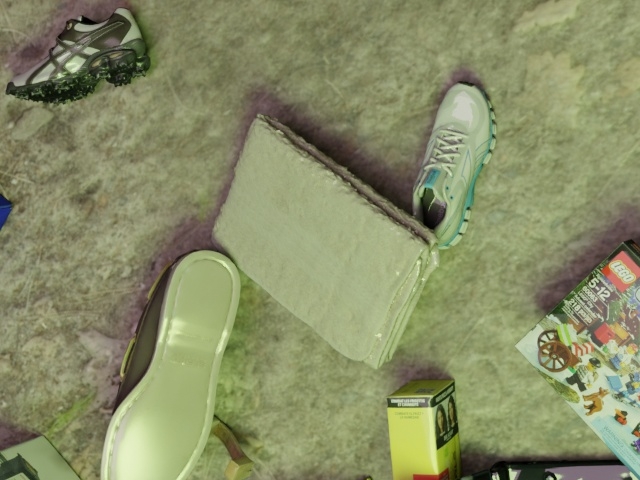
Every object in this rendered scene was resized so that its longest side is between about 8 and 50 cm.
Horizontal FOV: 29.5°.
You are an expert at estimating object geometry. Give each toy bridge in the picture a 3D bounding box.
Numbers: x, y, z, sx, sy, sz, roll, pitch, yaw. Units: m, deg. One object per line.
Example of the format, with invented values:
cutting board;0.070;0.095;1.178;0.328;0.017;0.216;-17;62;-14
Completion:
toy bridge;-0.150;0.232;1.497;0.188;0.063;0.026;31;109;32

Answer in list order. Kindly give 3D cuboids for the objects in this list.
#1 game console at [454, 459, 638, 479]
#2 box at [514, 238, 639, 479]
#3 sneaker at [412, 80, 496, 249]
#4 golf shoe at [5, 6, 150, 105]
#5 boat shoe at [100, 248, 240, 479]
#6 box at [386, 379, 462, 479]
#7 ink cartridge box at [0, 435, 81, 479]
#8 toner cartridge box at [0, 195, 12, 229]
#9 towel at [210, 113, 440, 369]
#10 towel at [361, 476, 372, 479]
game console;0.226;0.398;1.295;0.250;0.173;0.293;-6;95;25
box;0.332;0.136;1.217;0.233;0.044;0.159;48;113;14
sneaker;0.139;-0.078;1.322;0.071;0.083;0.190;14;101;23
golf shoe;-0.304;-0.228;1.510;0.198;0.077;0.093;-13;80;18
boat shoe;-0.185;0.166;1.446;0.117;0.097;0.324;18;86;-20
box;0.123;0.279;1.373;0.058;0.087;0.232;-2;95;24
ink cartridge box;-0.441;0.362;1.549;0.100;0.237;0.172;47;112;15
toner cartridge box;-0.553;0.078;1.601;0.075;0.165;0.347;39;109;16
towel;0.000;0.000;1.375;0.282;0.049;0.187;39;124;25
towel;0.074;0.406;1.446;0.102;0.021;0.237;-31;84;23
